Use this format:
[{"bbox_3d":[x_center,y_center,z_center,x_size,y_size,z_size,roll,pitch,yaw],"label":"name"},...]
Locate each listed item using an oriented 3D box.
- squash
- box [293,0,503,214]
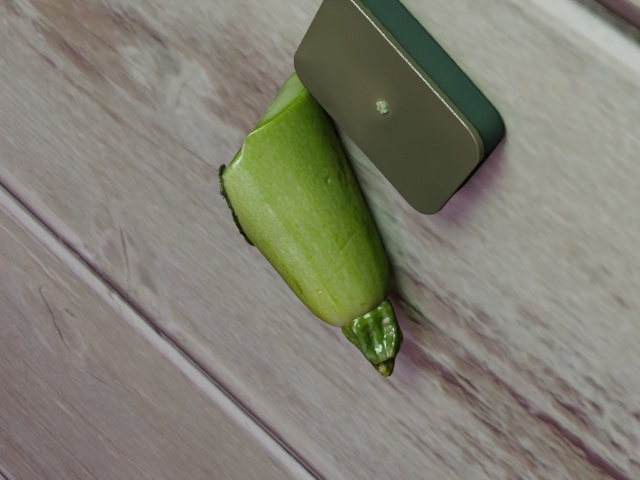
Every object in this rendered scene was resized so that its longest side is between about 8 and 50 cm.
[{"bbox_3d":[-0.003,0.000,0.941,0.075,0.090,0.200,-13,117,23],"label":"squash"},{"bbox_3d":[0.044,-0.081,0.842,0.126,0.031,0.091,48,149,10],"label":"box"}]
